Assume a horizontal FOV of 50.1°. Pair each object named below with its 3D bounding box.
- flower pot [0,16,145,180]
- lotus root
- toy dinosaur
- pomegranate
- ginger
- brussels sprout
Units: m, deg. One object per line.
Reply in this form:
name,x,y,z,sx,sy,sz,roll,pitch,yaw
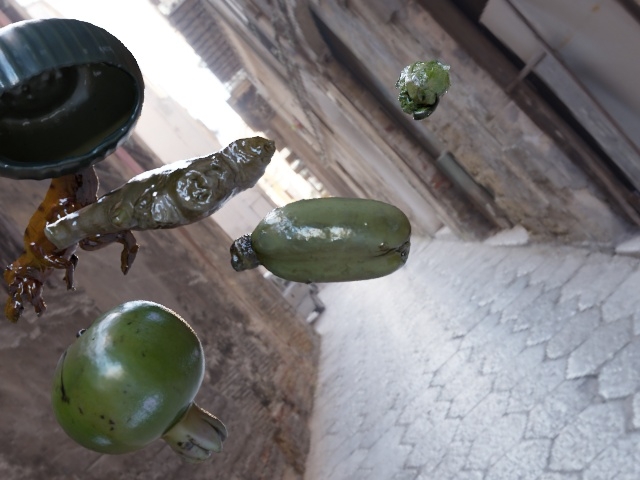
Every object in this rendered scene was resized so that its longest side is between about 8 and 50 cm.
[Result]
flower pot,-0.339,-0.175,0.849,0.243,0.157,0.189,-23,-54,-22
lotus root,0.000,-0.001,0.688,0.077,0.183,0.090,-86,-10,-49
toy dinosaur,-0.367,-0.051,1.078,0.432,0.208,0.097,-68,23,14
pomegranate,-0.198,0.164,0.793,0.179,0.210,0.179,-164,90,-84
ginger,-0.197,-0.056,0.880,0.333,0.080,0.166,-17,14,36
brussels sprout,0.143,-0.213,0.970,0.085,0.085,0.058,-45,-6,36
